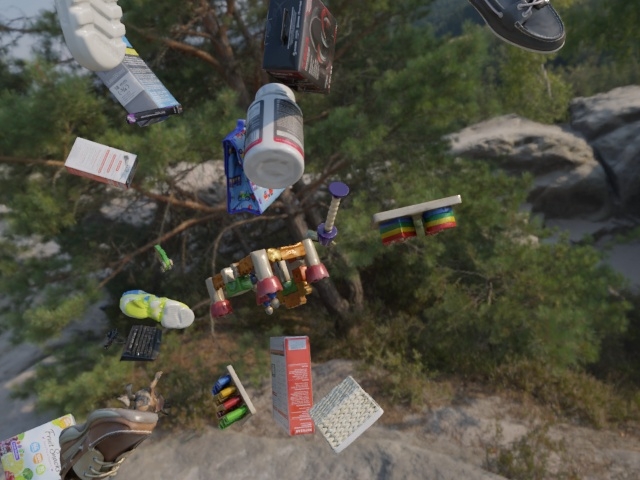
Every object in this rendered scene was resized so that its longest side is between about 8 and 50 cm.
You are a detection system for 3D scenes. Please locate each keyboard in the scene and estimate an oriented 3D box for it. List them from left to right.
[{"bbox_3d":[-0.686,0.366,1.862,0.201,0.033,0.317,4,8,-15],"label":"keyboard"}]

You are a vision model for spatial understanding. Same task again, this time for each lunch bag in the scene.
[{"bbox_3d":[-0.239,-0.268,1.751,0.138,0.293,0.221,3,30,20],"label":"lunch bag"}]

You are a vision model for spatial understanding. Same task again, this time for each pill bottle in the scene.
[{"bbox_3d":[-0.139,-0.325,1.547,0.176,0.176,0.319,-13,52,14],"label":"pill bottle"}]

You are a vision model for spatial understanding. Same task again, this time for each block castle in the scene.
[{"bbox_3d":[-0.205,0.172,1.920,0.303,0.213,0.453,-13,-10,-40],"label":"block castle"}]

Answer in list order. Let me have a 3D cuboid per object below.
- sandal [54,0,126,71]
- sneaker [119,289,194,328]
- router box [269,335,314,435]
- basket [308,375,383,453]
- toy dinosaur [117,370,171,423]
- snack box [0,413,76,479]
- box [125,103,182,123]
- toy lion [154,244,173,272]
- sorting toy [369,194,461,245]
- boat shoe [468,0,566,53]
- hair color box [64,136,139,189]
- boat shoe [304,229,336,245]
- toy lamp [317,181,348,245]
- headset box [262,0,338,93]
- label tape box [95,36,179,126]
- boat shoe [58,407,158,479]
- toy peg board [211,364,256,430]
[{"bbox_3d":[-0.406,-0.475,0.789,0.102,0.416,0.169,-4,8,13],"label":"sandal"},{"bbox_3d":[-0.528,0.209,1.655,0.126,0.240,0.091,32,96,56],"label":"sneaker"},{"bbox_3d":[-0.106,0.483,1.766,0.082,0.301,0.335,-1,-10,-14],"label":"router box"},{"bbox_3d":[0.062,0.456,1.363,0.167,0.103,0.113,-38,11,-9],"label":"basket"},{"bbox_3d":[-0.645,0.626,1.894,0.127,0.200,0.296,-7,23,5],"label":"toy dinosaur"},{"bbox_3d":[-0.834,0.652,1.548,0.207,0.175,0.070,-20,-20,-25],"label":"snack box"},{"bbox_3d":[-0.523,-0.401,1.619,0.162,0.029,0.116,-14,19,-4],"label":"box"},{"bbox_3d":[-0.554,0.057,1.792,0.034,0.096,0.100,-24,-6,-26],"label":"toy lion"},{"bbox_3d":[0.292,-0.051,1.591,0.257,0.089,0.255,-13,-5,2],"label":"sorting toy"},{"bbox_3d":[0.386,-0.527,1.087,0.112,0.335,0.095,-40,-17,-6],"label":"boat shoe"},{"bbox_3d":[-0.606,-0.213,1.427,0.167,0.093,0.053,17,-19,-5],"label":"hair color box"},{"bbox_3d":[-0.001,-0.001,2.075,0.153,0.056,0.048,23,85,36],"label":"boat shoe"},{"bbox_3d":[0.037,-0.085,1.833,0.080,0.275,0.080,6,47,-6],"label":"toy lamp"},{"bbox_3d":[-0.055,-0.544,1.410,0.110,0.218,0.293,9,5,18],"label":"headset box"},{"bbox_3d":[-0.663,-0.567,1.784,0.106,0.334,0.241,-36,14,10],"label":"label tape box"},{"bbox_3d":[-0.420,0.409,1.006,0.324,0.123,0.116,-34,48,39],"label":"boat shoe"},{"bbox_3d":[-0.284,0.487,1.550,0.079,0.161,0.161,-22,-21,-34],"label":"toy peg board"}]
